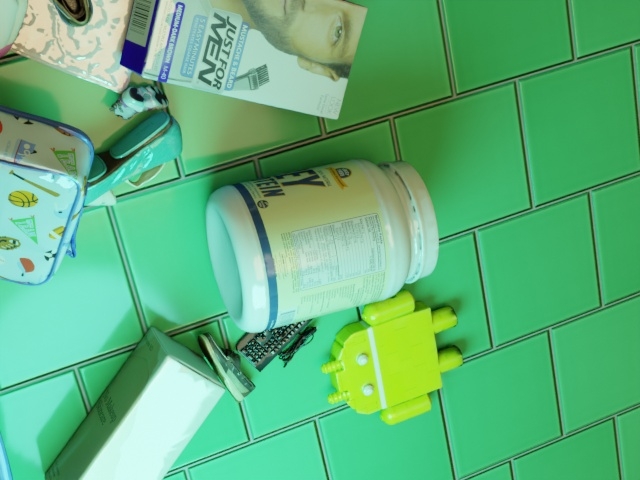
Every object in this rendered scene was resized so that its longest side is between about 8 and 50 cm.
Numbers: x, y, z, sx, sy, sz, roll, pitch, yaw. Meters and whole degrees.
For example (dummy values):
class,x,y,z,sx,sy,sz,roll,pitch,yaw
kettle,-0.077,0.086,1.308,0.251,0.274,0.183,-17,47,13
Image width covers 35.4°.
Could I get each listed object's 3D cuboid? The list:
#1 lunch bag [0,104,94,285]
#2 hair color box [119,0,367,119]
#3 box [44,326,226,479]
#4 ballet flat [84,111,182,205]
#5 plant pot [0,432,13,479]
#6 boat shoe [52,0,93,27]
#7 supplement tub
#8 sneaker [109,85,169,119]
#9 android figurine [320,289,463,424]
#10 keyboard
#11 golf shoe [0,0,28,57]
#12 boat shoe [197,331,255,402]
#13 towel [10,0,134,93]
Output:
class,x,y,z,sx,sy,sz,roll,pitch,yaw
lunch bag,-0.446,-0.058,1.400,0.243,0.115,0.303,13,142,-19
hair color box,-0.111,-0.308,1.509,0.338,0.110,0.185,7,105,-34
box,-0.302,0.313,1.625,0.121,0.148,0.311,35,89,-26
ballet flat,-0.315,-0.102,1.536,0.247,0.083,0.087,-32,128,-8
plant pot,-0.581,0.362,1.490,0.235,0.212,0.236,-12,110,-18
boat shoe,-0.365,-0.380,1.381,0.066,0.066,0.183,-35,116,-9
supplement tub,0.000,0.000,1.601,0.324,0.235,0.236,-13,110,-18
sneaker,-0.284,-0.207,1.537,0.098,0.069,0.038,-3,67,-59
android figurine,0.129,0.215,1.817,0.272,0.056,0.248,-16,111,-19
keyboard,-0.048,0.150,1.737,0.192,0.038,0.100,-45,116,-3
golf shoe,-0.454,-0.388,1.294,0.115,0.140,0.306,8,103,19
boat shoe,-0.159,0.208,1.704,0.049,0.056,0.152,-35,124,-14
towel,-0.367,-0.419,1.435,0.316,0.053,0.332,21,97,-26
